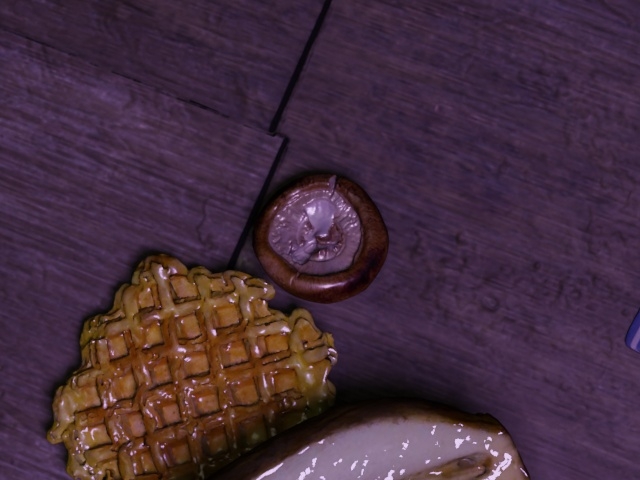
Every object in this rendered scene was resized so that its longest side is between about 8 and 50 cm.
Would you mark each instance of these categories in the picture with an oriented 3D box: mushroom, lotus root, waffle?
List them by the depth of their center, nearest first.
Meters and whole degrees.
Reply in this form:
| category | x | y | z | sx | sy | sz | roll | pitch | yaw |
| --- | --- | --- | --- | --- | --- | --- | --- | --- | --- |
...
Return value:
| category | x | y | z | sx | sy | sz | roll | pitch | yaw |
| --- | --- | --- | --- | --- | --- | --- | --- | --- | --- |
| lotus root | 0.046 | 0.237 | 1.361 | 0.260 | 0.149 | 0.267 | -37 | 107 | -4 |
| waffle | -0.112 | 0.140 | 1.455 | 0.254 | 0.052 | 0.245 | 25 | 87 | 19 |
| mushroom | 0.000 | 0.000 | 1.464 | 0.123 | 0.052 | 0.123 | -2 | 64 | 5 |

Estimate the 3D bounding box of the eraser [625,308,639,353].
| category | x | y | z | sx | sy | sz | roll | pitch | yaw |
| --- | --- | --- | --- | --- | --- | --- | --- | --- | --- |
| eraser | 0.374 | 0.105 | 1.404 | 0.225 | 0.036 | 0.082 | 28 | 88 | 11 |
